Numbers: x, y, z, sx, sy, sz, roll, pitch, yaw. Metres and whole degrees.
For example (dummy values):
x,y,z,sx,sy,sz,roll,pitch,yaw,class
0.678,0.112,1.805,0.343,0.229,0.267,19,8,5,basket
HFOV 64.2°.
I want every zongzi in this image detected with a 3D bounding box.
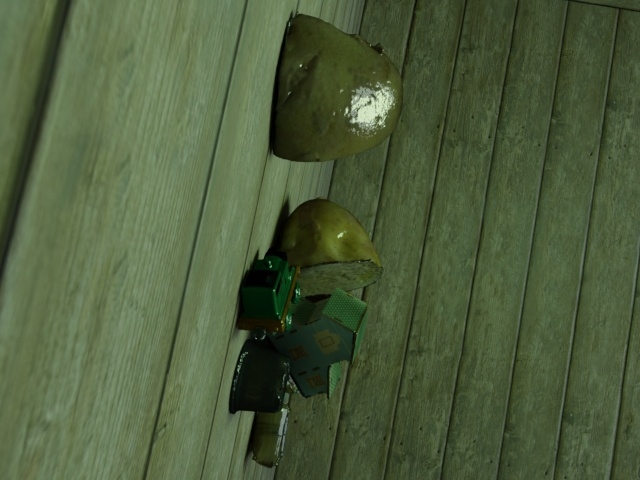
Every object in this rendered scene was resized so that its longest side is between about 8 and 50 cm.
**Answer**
x,y,z,sx,sy,sz,roll,pitch,yaw,class
-0.159,0.577,1.555,0.197,0.099,0.195,128,-26,-73,zongzi

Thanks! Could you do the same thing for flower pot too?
x,y,z,sx,sy,sz,roll,pitch,yaw,class
-0.122,0.299,1.089,0.157,0.106,0.158,11,90,-89,flower pot

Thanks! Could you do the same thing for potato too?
x,y,z,sx,sy,sz,roll,pitch,yaw,class
0.000,0.000,1.316,0.289,0.300,0.237,122,-40,-62,potato
0.049,-0.269,0.959,0.211,0.264,0.190,106,-12,-51,potato

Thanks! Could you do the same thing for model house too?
x,y,z,sx,sy,sz,roll,pitch,yaw,class
0.012,0.203,1.166,0.271,0.206,0.178,61,26,-7,model house

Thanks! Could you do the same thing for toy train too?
x,y,z,sx,sy,sz,roll,pitch,yaw,class
-0.098,0.095,0.997,0.228,0.091,0.136,-76,165,-51,toy train

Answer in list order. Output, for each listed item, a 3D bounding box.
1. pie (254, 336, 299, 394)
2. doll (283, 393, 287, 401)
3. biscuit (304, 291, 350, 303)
x,y,z,sx,sy,sz,roll,pitch,yaw,class
-0.081,0.264,1.278,0.240,0.054,0.241,25,59,-53,pie
-0.104,0.320,1.418,0.195,0.153,0.258,-46,134,-51,doll
-0.001,0.079,1.490,0.037,0.261,0.262,41,54,-52,biscuit
